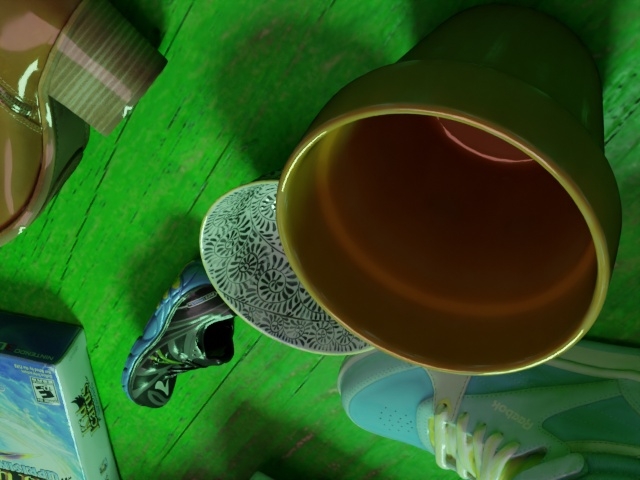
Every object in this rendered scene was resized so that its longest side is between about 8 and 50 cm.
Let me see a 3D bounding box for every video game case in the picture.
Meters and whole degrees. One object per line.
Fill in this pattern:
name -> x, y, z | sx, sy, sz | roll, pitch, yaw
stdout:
video game case -> -0.348, 0.171, 1.346 | 0.270, 0.061, 0.244 | 9, 133, 18

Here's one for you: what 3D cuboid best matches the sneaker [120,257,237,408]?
sneaker -> -0.119, 0.095, 1.166 | 0.078, 0.067, 0.188 | 35, 132, 2

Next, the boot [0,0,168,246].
boot -> -0.275, -0.122, 1.020 | 0.220, 0.109, 0.283 | 39, 132, -12

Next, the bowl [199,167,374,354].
bowl -> 0.000, 0.000, 1.018 | 0.170, 0.080, 0.170 | 13, 132, 15

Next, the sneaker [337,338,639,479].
sneaker -> 0.138, 0.170, 1.011 | 0.319, 0.208, 0.127 | 3, 131, 24

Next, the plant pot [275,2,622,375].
plant pot -> 0.100, -0.051, 0.851 | 0.205, 0.188, 0.205 | 14, 133, 15

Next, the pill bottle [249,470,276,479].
pill bottle -> 0.006, 0.312, 1.260 | 0.208, 0.119, 0.119 | 30, 135, -1
